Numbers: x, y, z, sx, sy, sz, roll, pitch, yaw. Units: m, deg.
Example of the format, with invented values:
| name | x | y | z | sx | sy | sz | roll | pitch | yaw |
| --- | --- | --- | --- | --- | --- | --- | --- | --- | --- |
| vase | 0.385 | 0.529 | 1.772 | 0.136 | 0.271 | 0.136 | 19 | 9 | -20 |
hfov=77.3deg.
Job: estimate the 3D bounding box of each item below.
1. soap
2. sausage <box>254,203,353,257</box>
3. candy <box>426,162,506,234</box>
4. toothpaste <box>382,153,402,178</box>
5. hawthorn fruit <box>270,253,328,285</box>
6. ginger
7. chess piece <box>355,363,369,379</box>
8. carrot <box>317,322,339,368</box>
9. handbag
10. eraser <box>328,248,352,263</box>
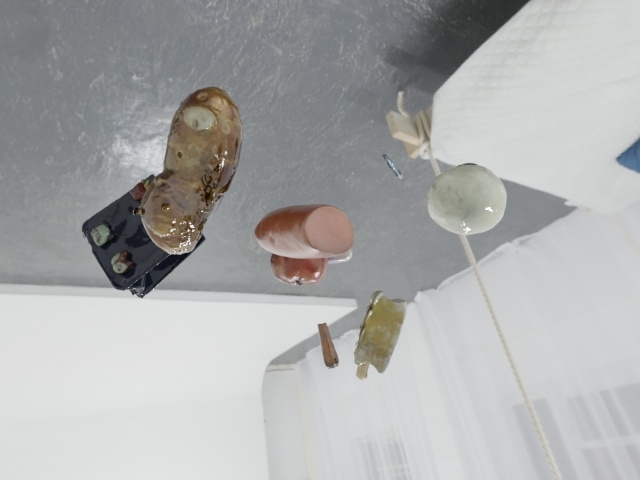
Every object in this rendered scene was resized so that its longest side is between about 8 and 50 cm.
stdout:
| name | x | y | z | sx | sy | sz | roll | pitch | yaw |
| --- | --- | --- | --- | --- | --- | --- | --- | --- | --- |
| soap | 0.136 | 0.199 | 0.930 | 0.080 | 0.160 | 0.257 | 20 | 177 | 9 |
| sausage | -0.049 | -0.017 | 0.803 | 0.114 | 0.113 | 0.259 | 8 | 176 | -32 |
| candy | 0.520 | -0.134 | 1.431 | 0.296 | 0.185 | 0.295 | 4 | 125 | 6 |
| toothpaste | 0.180 | -0.183 | 0.993 | 0.019 | 0.027 | 0.083 | -44 | 121 | 4 |
| hawthorn fruit | -0.059 | 0.042 | 1.266 | 0.185 | 0.202 | 0.185 | 12 | 171 | 2 |
| ginger | -0.303 | -0.150 | 0.942 | 0.176 | 0.254 | 0.417 | 22 | 109 | -9 |
| chess piece | 0.144 | 0.424 | 1.341 | 0.038 | 0.083 | 0.083 | 9 | 156 | 13 |
| carrot | 0.025 | 0.369 | 1.410 | 0.055 | 0.161 | 0.055 | -14 | 172 | -2 |
| handbag | -0.571 | -0.025 | 1.300 | 0.329 | 0.303 | 0.122 | -41 | 159 | -1 |
| eraser | 0.000 | -0.001 | 1.395 | 0.244 | 0.204 | 0.059 | 25 | 158 | 21 |
